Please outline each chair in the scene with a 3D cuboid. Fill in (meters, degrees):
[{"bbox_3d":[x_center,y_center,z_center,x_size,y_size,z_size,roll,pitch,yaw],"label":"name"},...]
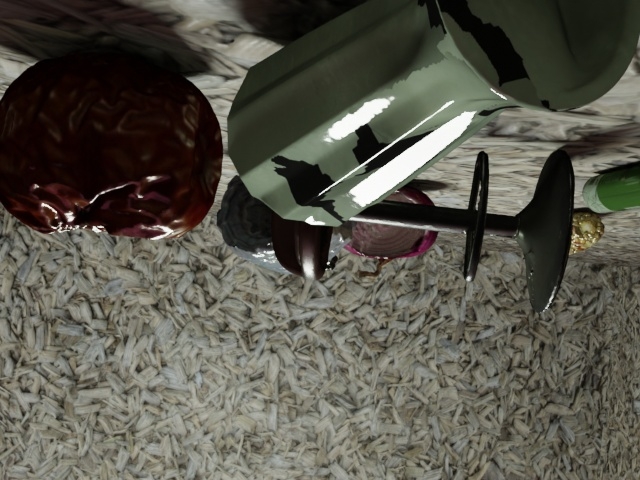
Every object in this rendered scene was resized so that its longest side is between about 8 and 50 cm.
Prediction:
[{"bbox_3d":[0.114,-0.034,0.932,0.401,0.226,0.226,7,177,6],"label":"chair"}]

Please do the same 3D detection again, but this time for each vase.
[{"bbox_3d":[0.044,-0.103,0.478,0.165,0.165,0.360,7,173,-20],"label":"vase"}]

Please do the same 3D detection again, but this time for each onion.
[{"bbox_3d":[0.137,-0.040,1.401,0.207,0.200,0.200,-28,166,16],"label":"onion"}]

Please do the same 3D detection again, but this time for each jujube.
[{"bbox_3d":[-0.226,-0.098,0.715,0.232,0.212,0.213,1,176,11],"label":"jujube"}]

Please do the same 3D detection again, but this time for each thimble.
[{"bbox_3d":[-0.064,-0.044,1.268,0.236,0.205,0.172,7,172,31],"label":"thimble"}]

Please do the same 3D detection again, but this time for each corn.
[{"bbox_3d":[0.576,-0.014,1.561,0.098,0.098,0.290,6,178,5],"label":"corn"}]

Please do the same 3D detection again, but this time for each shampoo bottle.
[{"bbox_3d":[0.447,-0.076,0.951,0.065,0.065,0.204,7,177,-7],"label":"shampoo bottle"}]

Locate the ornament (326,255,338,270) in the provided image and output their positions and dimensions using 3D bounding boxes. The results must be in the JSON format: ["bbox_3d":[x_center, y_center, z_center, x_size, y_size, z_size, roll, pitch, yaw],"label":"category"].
[{"bbox_3d":[0.000,0.000,1.460,0.153,0.166,0.196,-13,139,26],"label":"ornament"}]
